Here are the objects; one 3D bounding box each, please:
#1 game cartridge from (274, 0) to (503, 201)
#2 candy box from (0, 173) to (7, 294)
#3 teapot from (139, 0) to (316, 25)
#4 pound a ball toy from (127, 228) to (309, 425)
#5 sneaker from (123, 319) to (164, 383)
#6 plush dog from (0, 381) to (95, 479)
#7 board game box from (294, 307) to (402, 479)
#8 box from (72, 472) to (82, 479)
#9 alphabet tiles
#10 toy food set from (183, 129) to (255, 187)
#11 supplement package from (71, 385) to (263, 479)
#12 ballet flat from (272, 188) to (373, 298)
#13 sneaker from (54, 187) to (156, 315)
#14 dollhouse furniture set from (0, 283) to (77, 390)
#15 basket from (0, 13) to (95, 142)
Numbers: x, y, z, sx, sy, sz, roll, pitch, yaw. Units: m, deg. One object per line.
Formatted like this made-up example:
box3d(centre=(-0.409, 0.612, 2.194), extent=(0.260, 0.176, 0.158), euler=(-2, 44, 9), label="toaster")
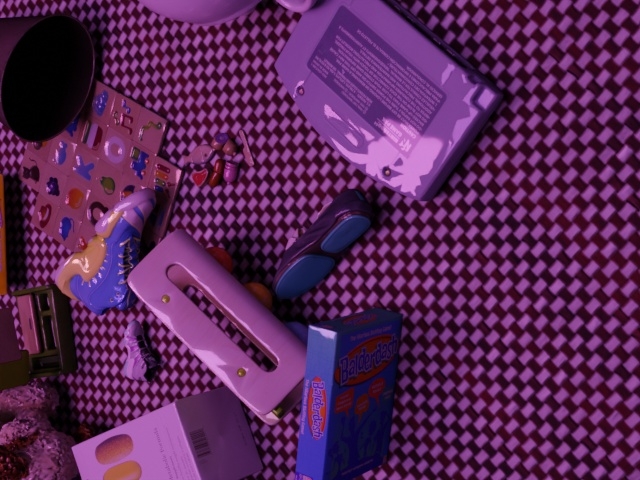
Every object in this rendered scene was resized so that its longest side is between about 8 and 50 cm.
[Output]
box3d(centre=(0.075, -0.196, 1.372), extent=(0.294, 0.060, 0.196), euler=(46, 115, 23), label="game cartridge")
box3d(centre=(-0.566, -0.013, 1.842), extent=(0.105, 0.027, 0.206), euler=(10, 101, 63), label="candy box")
box3d(centre=(-0.139, -0.377, 1.428), extent=(0.252, 0.187, 0.256), euler=(-25, 41, 15), label="teapot")
box3d(centre=(-0.136, 0.109, 1.513), extent=(0.319, 0.208, 0.136), euler=(43, 80, 14), label="pound a ball toy")
box3d(centre=(-0.273, 0.177, 1.672), extent=(0.069, 0.038, 0.098), euler=(14, 112, 32), label="sneaker")
box3d(centre=(-0.482, 0.346, 1.684), extent=(0.225, 0.262, 0.211), euler=(-3, 93, 40), label="plush dog")
box3d(centre=(0.038, 0.202, 1.374), extent=(0.047, 0.160, 0.210), euler=(11, 102, 34), label="board game box")
box3d(centre=(-0.444, 0.403, 1.802), extent=(0.232, 0.058, 0.087), euler=(9, 99, 35), label="box")
box3d(centre=(-0.361, -0.106, 1.720), extent=(0.342, 0.011, 0.285), euler=(31, 112, 29), label="alphabet tiles")
box3d(centre=(-0.153, -0.113, 1.563), extent=(0.122, 0.019, 0.078), euler=(-25, 80, 35), label="toy food set")
box3d(centre=(-0.232, 0.325, 1.595), extent=(0.244, 0.134, 0.139), euler=(-28, 78, 34), label="supplement package")
box3d(centre=(0.000, 0.000, 1.443), extent=(0.203, 0.074, 0.074), euler=(-46, 69, 36), label="ballet flat")
box3d(centre=(-0.303, 0.027, 1.647), extent=(0.126, 0.091, 0.240), euler=(47, 120, 1), label="sneaker")
box3d(centre=(-0.589, 0.176, 1.797), extent=(0.301, 0.197, 0.151), euler=(-11, 89, 36), label="dollhouse furniture set")
box3d(centre=(-0.494, -0.275, 1.705), extent=(0.227, 0.154, 0.204), euler=(19, 87, 42), label="basket")
